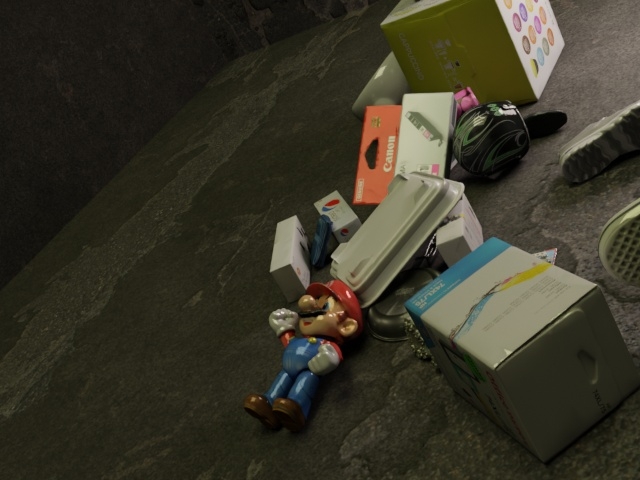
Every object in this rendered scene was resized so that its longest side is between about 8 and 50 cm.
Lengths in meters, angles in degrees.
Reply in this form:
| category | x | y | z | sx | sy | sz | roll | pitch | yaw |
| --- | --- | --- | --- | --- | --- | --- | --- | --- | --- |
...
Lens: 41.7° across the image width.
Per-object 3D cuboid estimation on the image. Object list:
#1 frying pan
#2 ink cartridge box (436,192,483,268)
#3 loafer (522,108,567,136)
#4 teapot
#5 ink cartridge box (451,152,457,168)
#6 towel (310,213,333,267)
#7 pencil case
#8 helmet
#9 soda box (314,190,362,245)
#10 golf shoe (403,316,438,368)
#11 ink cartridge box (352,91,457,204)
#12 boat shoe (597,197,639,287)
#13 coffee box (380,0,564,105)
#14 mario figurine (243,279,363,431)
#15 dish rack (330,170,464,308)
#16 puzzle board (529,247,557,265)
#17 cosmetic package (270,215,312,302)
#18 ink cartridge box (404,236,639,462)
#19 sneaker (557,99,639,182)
| category | x | y | z | sx | sy | sz | roll | pitch | yaw |
| --- | --- | --- | --- | --- | --- | --- | --- | --- | --- |
| frying pan | 0.216 | 0.078 | 1.707 | 0.197 | 0.053 | 0.326 | 11 | 51 | 50 |
| ink cartridge box | 0.286 | -0.008 | 1.719 | 0.061 | 0.104 | 0.181 | -22 | 25 | 21 |
| loafer | 0.512 | -0.282 | 2.025 | 0.170 | 0.062 | 0.061 | -14 | 25 | 31 |
| teapot | 0.226 | -0.421 | 2.477 | 0.256 | 0.187 | 0.252 | -55 | 2 | -11 |
| ink cartridge box | 0.287 | -0.230 | 2.156 | 0.139 | 0.082 | 0.191 | 2 | 42 | 49 |
| towel | 0.000 | 0.000 | 2.031 | 0.029 | 0.120 | 0.067 | 8 | 16 | -16 |
| pencil case | 0.294 | -0.312 | 2.102 | 0.209 | 0.095 | 0.098 | -18 | 29 | 14 |
| helmet | 0.386 | -0.235 | 1.956 | 0.161 | 0.169 | 0.169 | -26 | 25 | -2 |
| soda box | 0.050 | -0.051 | 2.111 | 0.073 | 0.069 | 0.216 | -31 | 25 | 0 |
| golf shoe | 0.216 | 0.179 | 1.525 | 0.086 | 0.069 | 0.176 | -18 | 23 | -19 |
| ink cartridge box | 0.197 | -0.219 | 2.026 | 0.238 | 0.060 | 0.275 | 2 | 73 | 22 |
| boat shoe | 0.661 | -0.074 | 1.336 | 0.500 | 0.187 | 0.156 | -27 | 19 | -2 |
| coffee box | 0.424 | -0.562 | 2.310 | 0.338 | 0.338 | 0.334 | -10 | 32 | 38 |
| mario figurine | -0.039 | 0.196 | 1.625 | 0.198 | 0.170 | 0.321 | 19 | 55 | 16 |
| dish rack | 0.143 | -0.022 | 1.803 | 0.333 | 0.072 | 0.285 | -51 | 16 | -1 |
| puzzle board | 0.383 | 0.056 | 1.601 | 0.128 | 0.011 | 0.096 | -15 | 30 | 32 |
| cosmetic package | -0.067 | 0.041 | 2.040 | 0.060 | 0.099 | 0.239 | -25 | 26 | 15 |
| ink cartridge box | 0.302 | 0.155 | 1.286 | 0.197 | 0.198 | 0.270 | -35 | 24 | -10 |
| sneaker | 0.618 | -0.234 | 1.757 | 0.281 | 0.105 | 0.115 | -27 | 25 | 11 |
